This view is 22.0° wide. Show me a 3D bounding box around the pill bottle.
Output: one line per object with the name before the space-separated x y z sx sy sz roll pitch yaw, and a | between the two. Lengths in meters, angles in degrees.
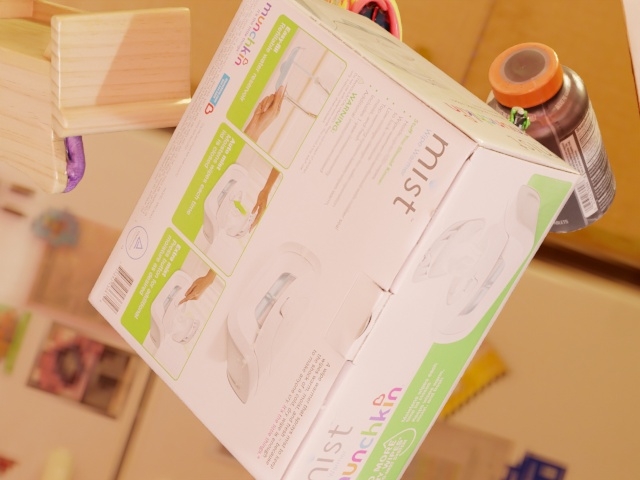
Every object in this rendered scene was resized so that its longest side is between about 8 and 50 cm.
pill bottle | 0.282 -0.132 2.053 0.246 0.130 0.130 62 -152 -44

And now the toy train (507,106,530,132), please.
toy train | 0.145 -0.066 1.265 0.024 0.017 0.083 -84 5 -59

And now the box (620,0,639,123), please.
box | 0.375 -0.057 1.455 0.215 0.168 0.345 69 -164 -48

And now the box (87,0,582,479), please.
box | 0.000 0.000 1.083 0.231 0.126 0.262 40 109 37

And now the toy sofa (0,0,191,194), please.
toy sofa | -0.283 -0.171 1.702 0.362 0.150 0.177 21 114 52

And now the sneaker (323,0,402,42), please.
sneaker | 0.041 -0.246 1.648 0.094 0.081 0.208 122 129 -79
